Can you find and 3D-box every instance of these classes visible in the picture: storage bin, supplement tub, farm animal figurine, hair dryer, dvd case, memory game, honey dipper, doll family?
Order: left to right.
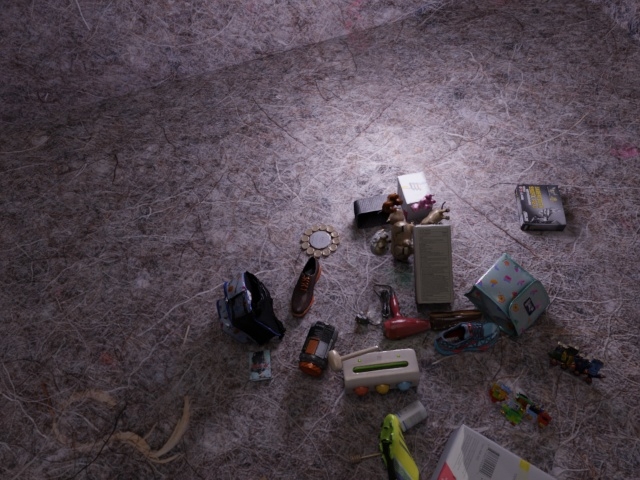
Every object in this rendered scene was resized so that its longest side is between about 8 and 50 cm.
[{"bbox_3d":[-0.239,0.497,1.881,0.087,0.013,0.120,-8,56,1],"label":"dvd case"},{"bbox_3d":[-0.011,0.421,1.843,0.116,0.117,0.191,14,59,16],"label":"supplement tub"},{"bbox_3d":[0.000,0.000,2.193,0.186,0.012,0.186,-3,56,5],"label":"memory game"},{"bbox_3d":[0.182,0.750,1.650,0.160,0.030,0.031,-9,55,-3],"label":"honey dipper"},{"bbox_3d":[0.248,-0.134,2.187,0.180,0.122,0.084,-10,56,0],"label":"storage bin"},{"bbox_3d":[0.305,0.292,1.916,0.293,0.080,0.224,26,62,22],"label":"hair dryer"},{"bbox_3d":[0.378,-0.059,2.077,0.330,0.172,0.327,17,84,-21],"label":"farm animal figurine"},{"bbox_3d":[0.320,0.626,1.691,0.107,0.071,0.071,-26,57,-11],"label":"supplement tub"},{"bbox_3d":[0.930,0.448,1.722,0.076,0.112,0.193,-13,33,-44],"label":"doll family"}]

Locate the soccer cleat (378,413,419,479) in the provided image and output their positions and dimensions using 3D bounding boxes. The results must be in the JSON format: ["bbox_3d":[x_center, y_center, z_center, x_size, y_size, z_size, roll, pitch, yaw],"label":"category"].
[{"bbox_3d":[0.274,0.742,1.607,0.121,0.093,0.289,8,58,-26],"label":"soccer cleat"}]

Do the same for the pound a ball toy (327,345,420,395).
[{"bbox_3d":[0.195,0.480,1.723,0.318,0.208,0.136,-7,55,1],"label":"pound a ball toy"}]

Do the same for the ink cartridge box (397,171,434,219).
[{"bbox_3d":[0.439,-0.209,2.212,0.127,0.128,0.176,-10,54,0],"label":"ink cartridge box"}]

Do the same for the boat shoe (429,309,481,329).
[{"bbox_3d":[0.537,0.316,1.885,0.206,0.073,0.073,-6,93,7],"label":"boat shoe"}]

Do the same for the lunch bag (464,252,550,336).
[{"bbox_3d":[0.745,0.221,1.868,0.223,0.160,0.262,-38,71,-22],"label":"lunch bag"}]

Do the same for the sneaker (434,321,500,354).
[{"bbox_3d":[0.569,0.365,1.806,0.261,0.125,0.104,-16,56,-4],"label":"sneaker"}]

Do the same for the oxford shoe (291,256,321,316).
[{"bbox_3d":[-0.070,0.191,2.017,0.096,0.098,0.272,8,57,12],"label":"oxford shoe"}]

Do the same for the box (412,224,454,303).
[{"bbox_3d":[0.453,0.093,1.919,0.147,0.121,0.312,-1,89,5],"label":"box"}]

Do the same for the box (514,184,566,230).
[{"bbox_3d":[0.994,-0.151,2.150,0.182,0.056,0.231,2,56,9],"label":"box"}]

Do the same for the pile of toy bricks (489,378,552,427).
[{"bbox_3d":[0.690,0.597,1.659,0.212,0.118,0.105,32,97,15],"label":"pile of toy bricks"}]

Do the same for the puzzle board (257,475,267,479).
[{"bbox_3d":[-0.204,0.888,1.611,0.096,0.011,0.128,-27,58,-13],"label":"puzzle board"}]

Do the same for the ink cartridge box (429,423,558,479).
[{"bbox_3d":[0.544,0.807,1.465,0.384,0.160,0.279,28,63,16],"label":"ink cartridge box"}]

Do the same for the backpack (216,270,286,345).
[{"bbox_3d":[-0.290,0.270,1.913,0.213,0.277,0.264,-21,52,8],"label":"backpack"}]
